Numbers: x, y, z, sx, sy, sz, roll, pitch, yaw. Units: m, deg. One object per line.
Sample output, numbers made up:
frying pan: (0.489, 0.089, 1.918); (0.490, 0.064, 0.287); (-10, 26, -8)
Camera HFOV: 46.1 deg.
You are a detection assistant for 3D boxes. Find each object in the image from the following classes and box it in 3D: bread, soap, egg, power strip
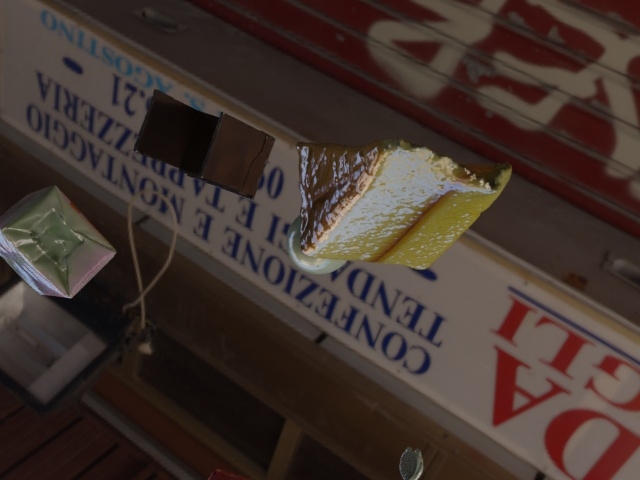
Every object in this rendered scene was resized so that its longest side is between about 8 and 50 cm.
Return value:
bread: (0.126, -0.118, 1.148); (0.233, 0.362, 0.245); (7, -116, -18)
soap: (-0.528, 0.007, 1.460); (0.138, 0.199, 0.182); (-49, -66, -27)
egg: (0.000, 0.000, 1.686); (0.149, 0.149, 0.192); (26, -162, 11)
power strip: (0.172, 0.429, 1.400); (0.035, 0.083, 0.055); (20, 165, -39)

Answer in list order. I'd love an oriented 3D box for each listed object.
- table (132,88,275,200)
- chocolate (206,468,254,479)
table: (-0.317, -0.259, 2.079); (0.250, 0.196, 0.282); (22, -178, 25)
chocolate: (-0.111, 0.490, 1.125); (0.235, 0.108, 0.237); (6, -131, 30)
